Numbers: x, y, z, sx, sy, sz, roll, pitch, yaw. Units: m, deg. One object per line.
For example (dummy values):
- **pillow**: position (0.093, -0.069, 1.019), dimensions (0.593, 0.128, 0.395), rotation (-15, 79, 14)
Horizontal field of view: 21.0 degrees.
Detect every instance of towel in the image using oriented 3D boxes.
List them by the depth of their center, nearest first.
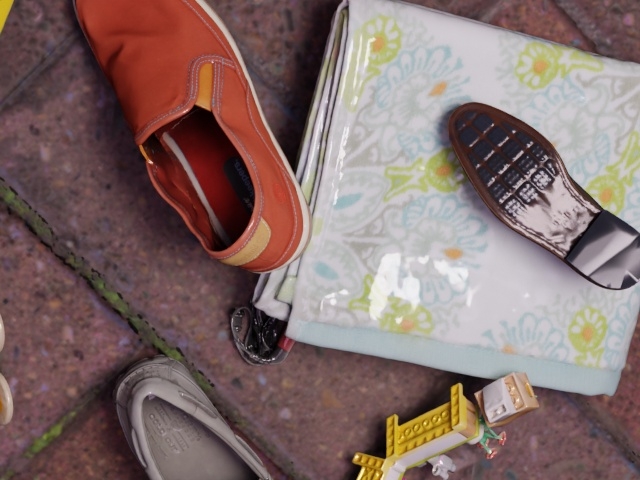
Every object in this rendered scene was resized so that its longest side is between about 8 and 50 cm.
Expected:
- **towel**: position (0.148, -0.037, 1.593), dimensions (0.375, 0.090, 0.320), rotation (12, 99, -18)

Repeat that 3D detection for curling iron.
- **curling iron**: position (0.000, 0.000, 1.627), dimensions (0.068, 0.035, 0.274), rotation (33, 94, -12)

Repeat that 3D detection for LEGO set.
- **LEGO set**: position (0.110, 0.236, 1.632), dimensions (0.107, 0.132, 0.287), rotation (34, 96, -33)

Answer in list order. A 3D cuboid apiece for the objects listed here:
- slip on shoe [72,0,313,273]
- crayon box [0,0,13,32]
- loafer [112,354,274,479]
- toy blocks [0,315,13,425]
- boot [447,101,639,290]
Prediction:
- **slip on shoe**: position (-0.122, -0.118, 1.509), dimensions (0.123, 0.101, 0.331), rotation (-35, 77, 23)
- **crayon box**: position (-0.434, -0.219, 1.383), dimensions (0.363, 0.106, 0.313), rotation (28, 79, -38)
- **loafer**: position (-0.090, 0.253, 1.620), dimensions (0.112, 0.111, 0.319), rotation (-36, 102, 0)
- **toy blocks**: position (-0.360, 0.125, 1.560), dimensions (0.148, 0.054, 0.123), rotation (-13, 103, -35)
- **boot**: position (0.197, -0.032, 1.535), dimensions (0.082, 0.106, 0.219), rotation (-45, 80, -1)
